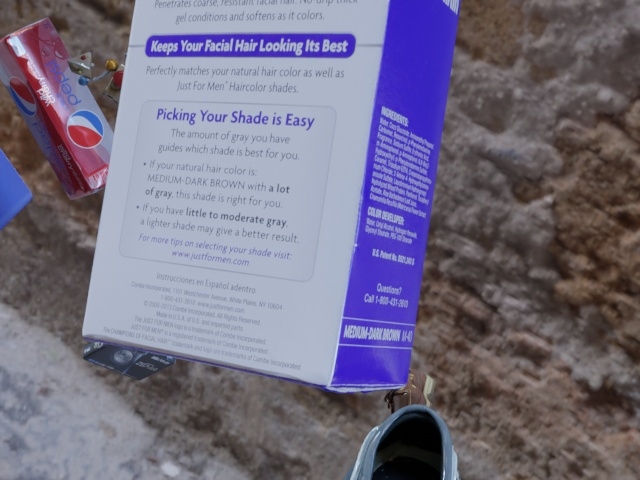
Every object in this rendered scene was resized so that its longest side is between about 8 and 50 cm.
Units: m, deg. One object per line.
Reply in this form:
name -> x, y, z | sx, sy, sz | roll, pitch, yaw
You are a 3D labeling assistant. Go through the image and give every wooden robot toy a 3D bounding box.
wooden robot toy -> -0.219, -0.201, 1.206 | 0.173, 0.076, 0.079 | 30, 72, -21

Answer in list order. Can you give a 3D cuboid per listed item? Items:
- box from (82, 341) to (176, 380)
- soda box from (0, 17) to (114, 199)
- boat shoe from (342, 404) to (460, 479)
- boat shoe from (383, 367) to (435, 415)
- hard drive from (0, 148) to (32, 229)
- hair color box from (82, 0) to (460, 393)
box -> -0.218, 0.130, 1.125 | 0.083, 0.067, 0.018 | 31, 45, -40
soda box -> -0.399, -0.197, 1.503 | 0.083, 0.092, 0.263 | -37, 107, -34
boat shoe -> 0.020, 0.237, 0.669 | 0.116, 0.099, 0.319 | 17, 37, 18
boat shoe -> 0.114, 0.221, 1.342 | 0.060, 0.064, 0.178 | 35, 18, 1
hard drive -> -0.612, -0.083, 1.618 | 0.210, 0.040, 0.318 | 59, 22, -20
hair color box -> -0.023, -0.090, 0.610 | 0.185, 0.338, 0.110 | 7, -2, 31
